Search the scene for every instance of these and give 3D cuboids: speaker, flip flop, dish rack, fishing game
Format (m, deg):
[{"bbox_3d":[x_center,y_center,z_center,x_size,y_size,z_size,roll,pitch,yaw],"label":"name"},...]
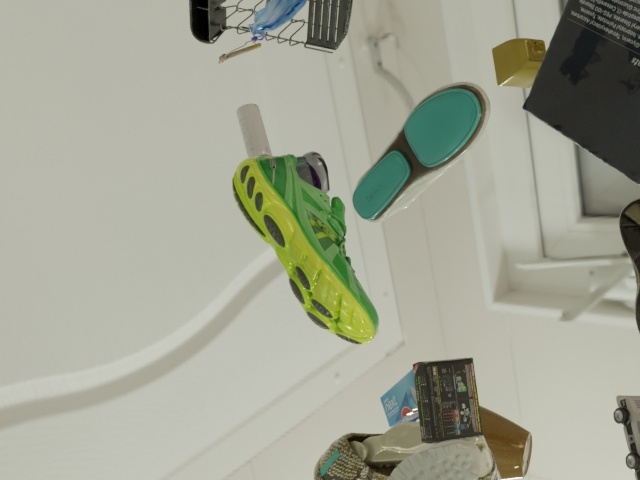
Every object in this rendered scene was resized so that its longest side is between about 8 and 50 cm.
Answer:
[{"bbox_3d":[-0.147,-0.235,1.720,0.055,0.136,0.055,-14,159,-6],"label":"speaker"},{"bbox_3d":[0.589,0.061,1.346,0.112,0.277,0.080,-17,177,26],"label":"flip flop"},{"bbox_3d":[-0.080,-0.408,1.243,0.271,0.208,0.074,16,-145,19],"label":"dish rack"},{"bbox_3d":[-0.035,-0.353,1.056,0.264,0.041,0.189,-42,-176,33],"label":"fishing game"}]

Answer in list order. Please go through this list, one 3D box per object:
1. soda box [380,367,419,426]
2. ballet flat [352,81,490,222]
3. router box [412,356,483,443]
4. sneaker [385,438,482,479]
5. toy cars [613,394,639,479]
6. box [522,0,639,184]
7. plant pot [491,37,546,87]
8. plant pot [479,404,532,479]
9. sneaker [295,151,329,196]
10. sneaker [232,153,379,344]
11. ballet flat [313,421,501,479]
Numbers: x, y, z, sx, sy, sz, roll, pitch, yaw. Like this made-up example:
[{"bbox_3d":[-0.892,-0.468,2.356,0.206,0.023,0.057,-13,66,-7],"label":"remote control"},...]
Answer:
[{"bbox_3d":[0.200,0.327,1.637,0.067,0.071,0.210,-7,154,-21],"label":"soda box"},{"bbox_3d":[0.207,-0.171,1.493,0.139,0.139,0.400,-27,167,-43],"label":"ballet flat"},{"bbox_3d":[0.195,0.243,1.185,0.092,0.123,0.038,0,168,-26],"label":"router box"},{"bbox_3d":[0.136,0.344,1.090,0.235,0.090,0.095,-44,171,25],"label":"sneaker"},{"bbox_3d":[0.740,0.337,1.650,0.394,0.176,0.087,-49,179,-34],"label":"toy cars"},{"bbox_3d":[0.656,-0.349,1.217,0.479,0.472,0.297,-2,-148,-32],"label":"box"},{"bbox_3d":[0.396,-0.354,1.513,0.081,0.081,0.083,-1,167,-23],"label":"plant pot"},{"bbox_3d":[0.427,0.544,2.072,0.254,0.237,0.237,6,-158,25],"label":"plant pot"},{"bbox_3d":[-0.032,-0.023,1.202,0.098,0.224,0.083,-11,-164,-10],"label":"sneaker"},{"bbox_3d":[0.000,0.000,1.031,0.123,0.296,0.109,-27,168,-29],"label":"sneaker"},{"bbox_3d":[0.215,0.430,1.525,0.482,0.182,0.164,7,-145,-33],"label":"ballet flat"}]
